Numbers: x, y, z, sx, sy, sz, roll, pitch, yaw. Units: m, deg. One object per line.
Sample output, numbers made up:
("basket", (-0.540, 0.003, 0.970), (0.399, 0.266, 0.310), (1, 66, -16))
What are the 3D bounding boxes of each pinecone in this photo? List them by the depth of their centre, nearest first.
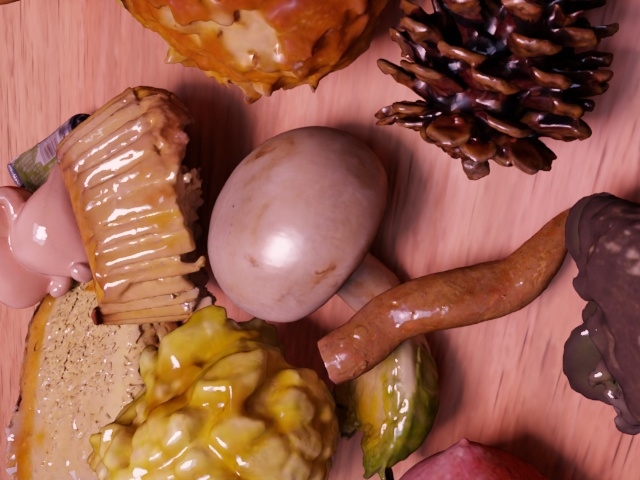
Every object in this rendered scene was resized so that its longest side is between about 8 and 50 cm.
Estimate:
("pinecone", (0.146, -0.160, 0.586), (0.185, 0.168, 0.212), (20, 90, 18))

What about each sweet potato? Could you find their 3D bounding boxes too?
("sweet potato", (0.131, 0.054, 0.681), (0.281, 0.059, 0.067), (-23, 75, 3))

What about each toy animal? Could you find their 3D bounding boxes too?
("toy animal", (-0.386, -0.006, 0.956), (0.197, 0.171, 0.171), (-14, 98, 24))

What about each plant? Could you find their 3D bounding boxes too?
("plant", (0.303, 0.044, 0.516), (0.276, 0.188, 0.199), (178, 74, -72))

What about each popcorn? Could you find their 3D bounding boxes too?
("popcorn", (-0.109, 0.204, 0.754), (0.258, 0.224, 0.270), (-58, 30, -3))

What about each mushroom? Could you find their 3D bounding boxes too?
("mushroom", (0.000, 0.000, 0.731), (0.207, 0.207, 0.215), (-31, 121, 34))

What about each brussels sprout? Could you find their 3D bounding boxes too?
("brussels sprout", (0.074, 0.164, 0.758), (0.100, 0.139, 0.181), (21, 97, -21))

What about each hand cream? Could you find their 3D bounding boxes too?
("hand cream", (-0.364, -0.110, 0.986), (0.235, 0.055, 0.086), (-25, 90, 42))

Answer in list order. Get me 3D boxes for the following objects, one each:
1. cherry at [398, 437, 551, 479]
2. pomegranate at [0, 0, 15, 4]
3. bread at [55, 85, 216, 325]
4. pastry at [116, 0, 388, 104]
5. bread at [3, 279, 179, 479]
("cherry", (0.154, 0.318, 0.711), (0.239, 0.206, 0.239), (-2, 72, 6))
("pomegranate", (-0.326, -0.388, 0.729), (0.338, 0.338, 0.338), (10, 110, 28))
("bread", (-0.201, -0.034, 0.797), (0.274, 0.149, 0.274), (168, 90, -71))
("pastry", (-0.069, -0.326, 0.563), (0.405, 0.337, 0.292), (-60, 34, 32))
("bread", (-0.253, 0.212, 1.005), (0.248, 0.279, 0.315), (-16, 54, 33))
